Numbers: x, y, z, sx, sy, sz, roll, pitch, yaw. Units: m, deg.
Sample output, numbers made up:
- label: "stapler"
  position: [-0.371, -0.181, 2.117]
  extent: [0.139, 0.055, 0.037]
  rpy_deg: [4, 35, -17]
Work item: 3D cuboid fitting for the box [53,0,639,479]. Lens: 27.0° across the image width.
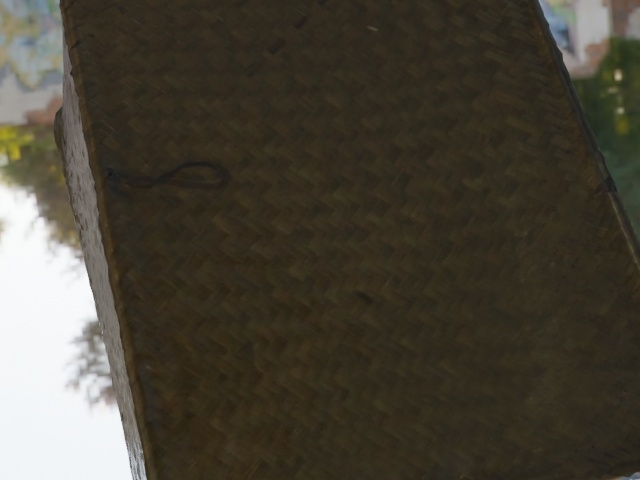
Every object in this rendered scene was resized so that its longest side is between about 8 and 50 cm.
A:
- label: "box"
  position: [0.000, -0.001, 0.512]
  extent: [0.184, 0.273, 0.143]
  rpy_deg: [-9, 152, -15]
